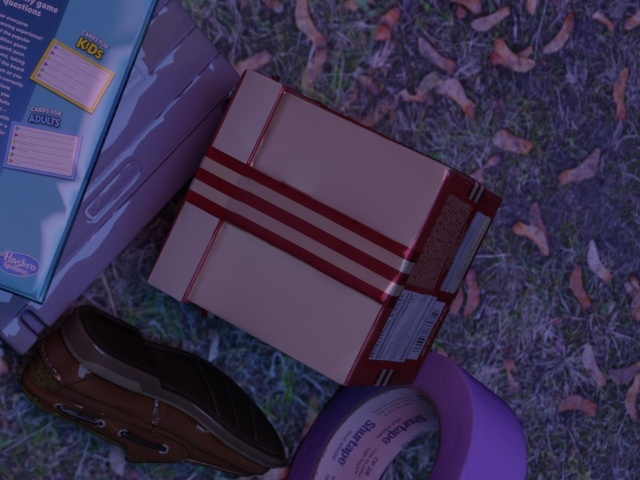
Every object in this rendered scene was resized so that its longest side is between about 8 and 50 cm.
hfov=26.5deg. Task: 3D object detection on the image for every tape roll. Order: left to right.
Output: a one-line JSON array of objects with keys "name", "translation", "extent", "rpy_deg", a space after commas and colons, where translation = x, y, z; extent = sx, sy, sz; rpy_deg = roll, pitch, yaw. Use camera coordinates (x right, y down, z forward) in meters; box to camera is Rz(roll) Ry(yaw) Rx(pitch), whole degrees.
[{"name": "tape roll", "translation": [0.084, 0.257, 1.439], "extent": [0.090, 0.275, 0.275], "rpy_deg": [37, 80, -28]}]

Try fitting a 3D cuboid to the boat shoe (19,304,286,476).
[{"name": "boat shoe", "translation": [-0.169, 0.173, 1.393], "extent": [0.104, 0.111, 0.307], "rpy_deg": [-44, 124, 14]}]

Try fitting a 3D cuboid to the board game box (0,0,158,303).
[{"name": "board game box", "translation": [-0.304, -0.143, 1.196], "extent": [0.253, 0.079, 0.336], "rpy_deg": [21, 82, -9]}]

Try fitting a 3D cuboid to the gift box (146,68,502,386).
[{"name": "gift box", "translation": [0.000, 0.000, 1.341], "extent": [0.255, 0.258, 0.276], "rpy_deg": [-62, 161, 0]}]

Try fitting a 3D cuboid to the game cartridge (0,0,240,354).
[{"name": "game cartridge", "translation": [-0.250, -0.094, 1.316], "extent": [0.355, 0.068, 0.230], "rpy_deg": [-47, 114, -13]}]
